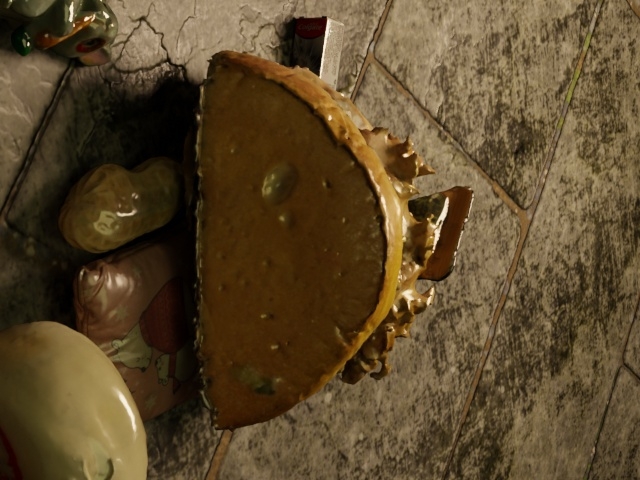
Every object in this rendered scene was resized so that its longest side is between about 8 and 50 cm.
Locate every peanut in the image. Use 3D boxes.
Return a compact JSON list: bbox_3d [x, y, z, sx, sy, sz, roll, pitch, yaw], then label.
[{"bbox_3d":[-0.223,-0.045,1.592,0.093,0.083,0.194,53,40,3],"label":"peanut"}]

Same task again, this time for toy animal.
[{"bbox_3d":[-0.273,-0.251,1.476,0.236,0.108,0.138,14,84,-52],"label":"toy animal"}]

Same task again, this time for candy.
[{"bbox_3d":[0.086,-0.005,1.836,0.101,0.271,0.143,36,62,-37],"label":"candy"}]

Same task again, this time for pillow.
[{"bbox_3d":[-0.207,0.108,1.628,0.223,0.084,0.236,-21,116,-53],"label":"pillow"}]

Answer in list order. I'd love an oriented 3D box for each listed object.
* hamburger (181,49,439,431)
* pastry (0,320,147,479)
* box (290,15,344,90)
[{"bbox_3d":[0.000,0.000,1.674,0.268,0.287,0.445,-27,119,-78],"label":"hamburger"},{"bbox_3d":[-0.286,0.210,1.404,0.133,0.265,0.265,-29,117,-45],"label":"pastry"},{"bbox_3d":[-0.014,-0.186,1.850,0.039,0.055,0.218,8,89,-52],"label":"box"}]
